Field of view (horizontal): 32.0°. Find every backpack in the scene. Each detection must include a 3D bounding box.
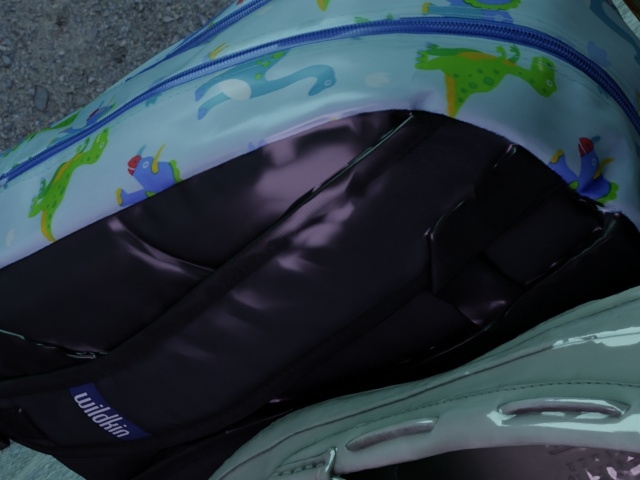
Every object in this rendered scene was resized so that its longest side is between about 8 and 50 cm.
[{"bbox_3d":[0.000,0.000,0.560,0.355,0.290,0.273,-21,35,49],"label":"backpack"}]

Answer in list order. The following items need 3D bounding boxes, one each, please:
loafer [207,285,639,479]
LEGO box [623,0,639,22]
[{"bbox_3d":[0.029,0.114,0.425,0.319,0.112,0.111,-36,3,33],"label":"loafer"},{"bbox_3d":[0.296,-0.327,0.502,0.500,0.372,0.193,-40,10,17],"label":"LEGO box"}]
